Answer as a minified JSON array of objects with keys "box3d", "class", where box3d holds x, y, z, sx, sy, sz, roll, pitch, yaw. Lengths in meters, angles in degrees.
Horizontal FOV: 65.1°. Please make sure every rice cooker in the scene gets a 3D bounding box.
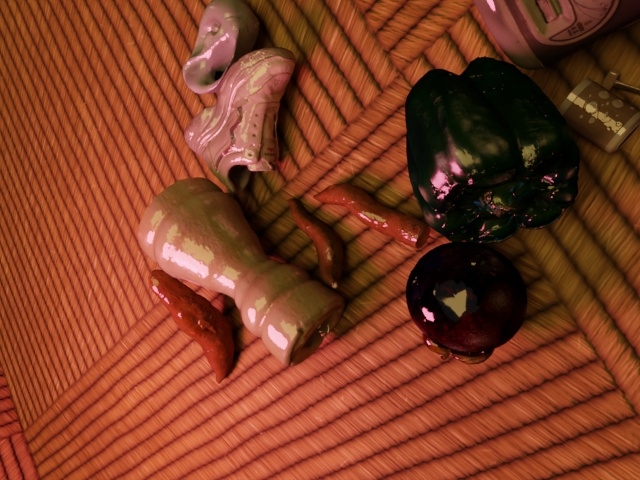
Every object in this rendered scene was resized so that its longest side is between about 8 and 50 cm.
[{"box3d":[0.337,-0.394,0.653,0.277,0.288,0.288,-22,82,33],"class":"rice cooker"}]

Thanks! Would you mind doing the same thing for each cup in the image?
[{"box3d":[0.422,-0.189,0.744,0.099,0.102,0.074,46,156,21],"class":"cup"}]

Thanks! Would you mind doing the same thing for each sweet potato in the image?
[{"box3d":[0.090,-0.064,0.985,0.281,0.067,0.059,32,75,34],"class":"sweet potato"},{"box3d":[0.001,-0.002,1.056,0.069,0.059,0.249,-25,62,-3],"class":"sweet potato"},{"box3d":[-0.284,0.197,1.207,0.355,0.106,0.095,65,171,-27],"class":"sweet potato"}]

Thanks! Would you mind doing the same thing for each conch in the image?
[{"box3d":[-0.216,-0.423,1.111,0.221,0.121,0.185,-62,31,15],"class":"conch"}]

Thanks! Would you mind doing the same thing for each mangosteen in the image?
[{"box3d":[0.238,0.114,0.837,0.194,0.194,0.231,19,130,32],"class":"mangosteen"}]

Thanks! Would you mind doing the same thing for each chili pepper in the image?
[{"box3d":[0.243,-0.136,0.759,0.233,0.248,0.257,-14,64,0],"class":"chili pepper"}]

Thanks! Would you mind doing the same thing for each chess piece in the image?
[{"box3d":[-0.168,0.068,1.080,0.442,0.234,0.234,38,115,22],"class":"chess piece"}]

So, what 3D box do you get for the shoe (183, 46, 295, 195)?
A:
[{"box3d":[-0.142,-0.246,1.095,0.342,0.132,0.211,-39,78,33],"class":"shoe"}]
